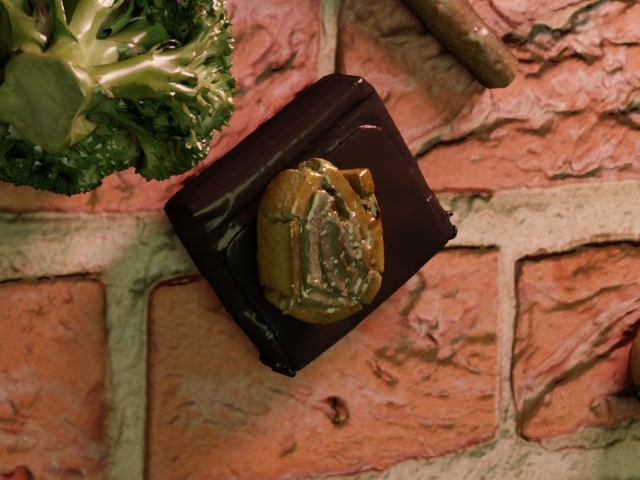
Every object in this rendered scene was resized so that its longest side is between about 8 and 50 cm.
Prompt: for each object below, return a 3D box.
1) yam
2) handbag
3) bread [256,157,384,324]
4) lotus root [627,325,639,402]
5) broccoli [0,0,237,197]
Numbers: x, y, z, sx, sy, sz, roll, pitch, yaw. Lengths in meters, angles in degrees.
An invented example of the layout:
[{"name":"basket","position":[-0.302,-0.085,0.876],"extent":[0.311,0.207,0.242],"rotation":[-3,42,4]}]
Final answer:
[{"name":"yam","position":[0.098,-0.252,1.692],"extent":[0.274,0.061,0.061],"rotation":[42,79,-25]},{"name":"handbag","position":[-0.008,-0.018,1.671],"extent":[0.247,0.080,0.223],"rotation":[-40,119,-16]},{"name":"bread","position":[0.000,0.000,1.594],"extent":[0.117,0.064,0.156],"rotation":[-18,113,-27]},{"name":"lotus root","position":[0.411,0.109,1.860],"extent":[0.138,0.138,0.214],"rotation":[40,69,-24]},{"name":"broccoli","position":[-0.205,-0.149,1.483],"extent":[0.269,0.241,0.261],"rotation":[28,106,3]}]
